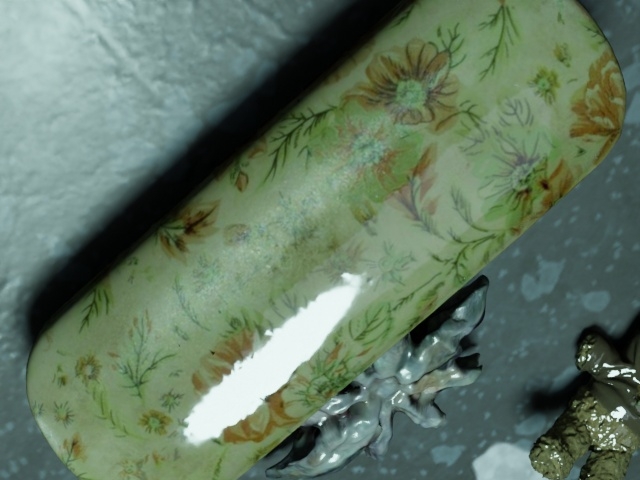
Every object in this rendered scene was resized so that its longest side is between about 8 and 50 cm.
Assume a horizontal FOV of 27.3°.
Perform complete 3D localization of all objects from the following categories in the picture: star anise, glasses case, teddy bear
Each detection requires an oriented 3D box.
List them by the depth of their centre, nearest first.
[{"bbox_3d":[0.000,0.000,0.818,0.425,0.098,0.156,-41,100,6],"label":"glasses case"},{"bbox_3d":[0.035,0.090,0.916,0.205,0.061,0.180,-28,124,-2],"label":"star anise"},{"bbox_3d":[0.227,0.129,1.005,0.119,0.078,0.160,42,82,-11],"label":"teddy bear"}]
